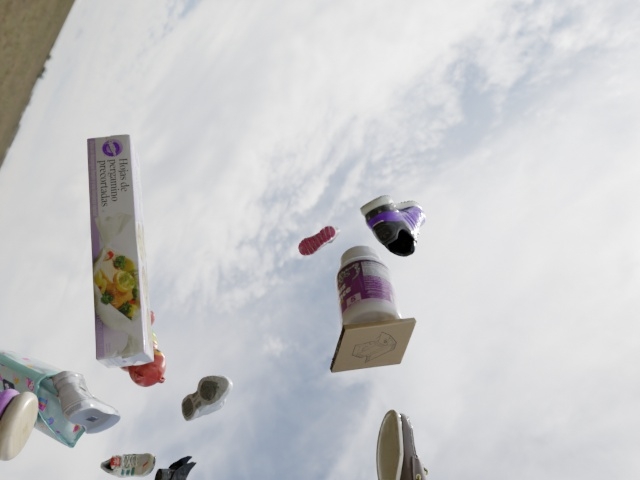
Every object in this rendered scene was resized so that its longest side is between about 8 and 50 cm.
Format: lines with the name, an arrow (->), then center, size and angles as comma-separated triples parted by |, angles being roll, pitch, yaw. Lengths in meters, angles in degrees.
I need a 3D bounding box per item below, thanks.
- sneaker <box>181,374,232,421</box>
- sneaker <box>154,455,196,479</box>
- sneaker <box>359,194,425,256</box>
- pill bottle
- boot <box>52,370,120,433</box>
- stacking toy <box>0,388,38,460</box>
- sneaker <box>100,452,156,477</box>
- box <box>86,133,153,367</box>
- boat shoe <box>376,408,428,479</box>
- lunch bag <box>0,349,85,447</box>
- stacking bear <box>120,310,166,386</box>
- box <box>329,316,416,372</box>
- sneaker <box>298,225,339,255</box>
sneaker -> -0.326, 0.470, 1.895 | 0.232, 0.115, 0.090 | -39, -119, 35
sneaker -> -0.388, 0.638, 1.608 | 0.051, 0.089, 0.170 | 33, -72, 49
sneaker -> 0.206, -0.023, 1.607 | 0.102, 0.293, 0.146 | -33, -108, 26
pill bottle -> 0.127, 0.150, 1.745 | 0.169, 0.169, 0.301 | -49, -155, 26
boot -> -0.579, 0.395, 1.543 | 0.123, 0.095, 0.258 | 57, -16, 22
stacking toy -> -0.766, 0.343, 1.270 | 0.141, 0.330, 0.141 | -165, -90, -87
sneaker -> -0.511, 0.592, 1.643 | 0.161, 0.075, 0.057 | -18, -125, 26
box -> -0.277, 0.009, 0.857 | 0.067, 0.063, 0.324 | 102, -21, -67
boat shoe -> 0.193, 0.554, 1.416 | 0.116, 0.096, 0.324 | 129, -34, -57
lunch bag -> -0.727, 0.391, 1.599 | 0.223, 0.262, 0.160 | 16, -124, 28
stacking bear -> -0.568, 0.336, 1.924 | 0.164, 0.175, 0.289 | -52, -135, 3
box -> 0.134, 0.267, 1.589 | 0.021, 0.201, 0.164 | -116, -149, -46
sneaker -> 0.000, 0.000, 2.098 | 0.170, 0.075, 0.063 | -34, -101, 30
